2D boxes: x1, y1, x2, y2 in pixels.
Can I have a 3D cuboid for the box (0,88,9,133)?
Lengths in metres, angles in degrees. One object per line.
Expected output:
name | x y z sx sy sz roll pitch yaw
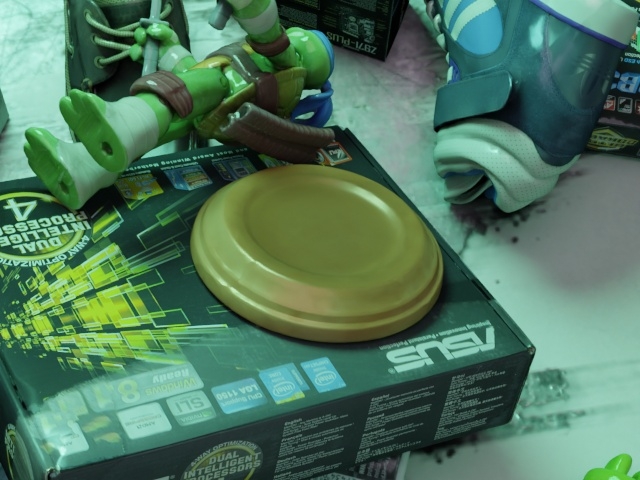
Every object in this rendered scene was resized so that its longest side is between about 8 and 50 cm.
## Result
box | -0.351 -0.116 1.269 0.102 0.101 0.087 18 68 4

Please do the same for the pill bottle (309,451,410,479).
pill bottle | -0.050 0.160 1.153 0.245 0.130 0.130 14 68 4

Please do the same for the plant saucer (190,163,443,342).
plant saucer | 0.000 0.000 1.080 0.200 0.037 0.200 8 37 -6

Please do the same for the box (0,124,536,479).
box | -0.082 0.055 1.095 0.394 0.097 0.318 -11 44 -26

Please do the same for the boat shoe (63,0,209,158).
boat shoe | -0.186 -0.190 1.289 0.132 0.130 0.355 -14 69 -7

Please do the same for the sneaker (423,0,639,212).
sneaker | 0.141 -0.159 1.292 0.130 0.236 0.323 16 19 -33

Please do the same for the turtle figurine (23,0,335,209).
turtle figurine | -0.121 -0.162 1.116 0.197 0.275 0.266 15 40 40

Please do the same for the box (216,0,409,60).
box | -0.005 -0.261 1.315 0.180 0.147 0.078 19 68 7

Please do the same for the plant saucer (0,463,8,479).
plant saucer | -0.206 0.150 1.212 0.067 0.018 0.192 30 71 10

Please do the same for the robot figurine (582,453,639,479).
robot figurine | 0.240 0.237 1.164 0.101 0.067 0.115 28 70 0

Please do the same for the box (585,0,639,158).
box | 0.380 -0.211 1.348 0.295 0.073 0.293 8 69 1
